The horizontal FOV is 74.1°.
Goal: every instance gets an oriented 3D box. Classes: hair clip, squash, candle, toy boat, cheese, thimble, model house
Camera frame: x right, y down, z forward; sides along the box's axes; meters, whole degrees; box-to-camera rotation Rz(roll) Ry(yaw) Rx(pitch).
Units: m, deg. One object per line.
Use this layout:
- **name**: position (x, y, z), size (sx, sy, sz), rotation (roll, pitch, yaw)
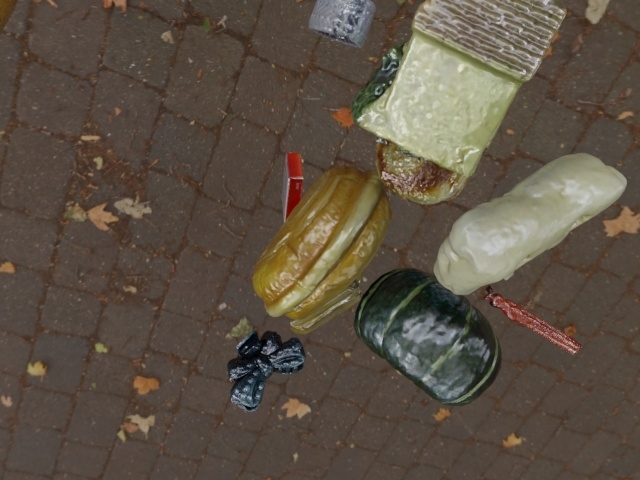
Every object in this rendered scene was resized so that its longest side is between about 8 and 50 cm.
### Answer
- **hair clip**: position (-0.213, 0.450, 1.536), size (0.310, 0.206, 0.194), rotation (-36, 157, -29)
- **squash**: position (0.179, 0.160, 0.720), size (0.165, 0.252, 0.252), rotation (-48, 113, -8)
- **candle**: position (0.633, 0.245, 1.272), size (0.329, 0.048, 0.051), rotation (32, 126, 0)
- **toy boat**: position (0.023, 0.211, 1.475), size (0.310, 0.115, 0.089), rotation (-31, 154, -13)
- **cheese**: position (0.276, -0.021, 0.570), size (0.263, 0.159, 0.093), rotation (-30, 73, -12)
- **thimble**: position (0.080, -0.808, 1.530), size (0.217, 0.245, 0.157), rotation (13, 112, -16)
- **model house**: position (0.224, -0.309, 0.696), size (0.262, 0.321, 0.266), rotation (28, 137, 7)

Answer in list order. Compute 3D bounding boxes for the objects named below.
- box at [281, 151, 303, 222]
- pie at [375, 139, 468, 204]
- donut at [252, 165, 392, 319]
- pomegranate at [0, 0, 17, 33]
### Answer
- **box**: position (-0.093, -0.162, 1.377), size (0.050, 0.122, 0.229), rotation (0, 142, -10)
- **pie**: position (0.216, -0.170, 0.888), size (0.205, 0.084, 0.178), rotation (37, 122, 8)
- **donut**: position (0.000, 0.000, 1.064), size (0.198, 0.449, 0.448), rotation (38, 107, -8)
- **pomegranate**: position (-0.437, -0.293, 0.390), size (0.265, 0.264, 0.264), rotation (-3, 116, -5)
